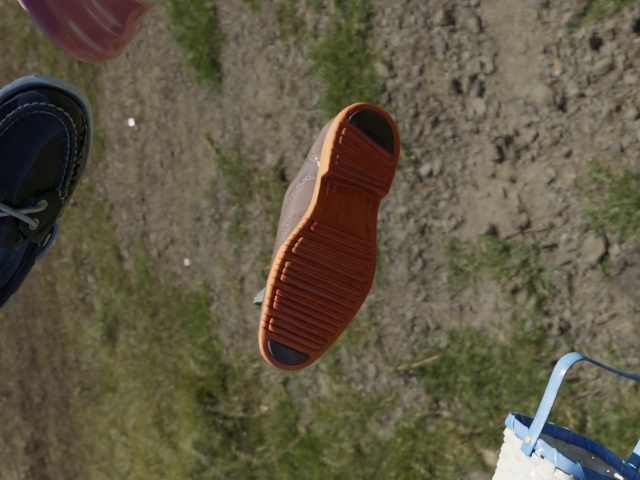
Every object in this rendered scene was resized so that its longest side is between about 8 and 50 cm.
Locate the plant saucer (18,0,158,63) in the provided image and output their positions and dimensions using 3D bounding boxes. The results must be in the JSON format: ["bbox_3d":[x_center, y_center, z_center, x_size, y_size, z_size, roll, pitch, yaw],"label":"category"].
[{"bbox_3d":[-0.241,-0.346,0.992,0.084,0.332,0.332,-14,91,11],"label":"plant saucer"}]

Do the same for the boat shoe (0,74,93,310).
[{"bbox_3d":[-0.296,-0.025,0.947,0.091,0.114,0.302,-94,28,-43],"label":"boat shoe"}]

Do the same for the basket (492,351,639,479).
[{"bbox_3d":[0.415,0.329,1.558,0.201,0.255,0.288,29,100,61],"label":"basket"}]

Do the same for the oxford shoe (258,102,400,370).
[{"bbox_3d":[0.000,0.000,1.315,0.133,0.130,0.363,-14,51,64],"label":"oxford shoe"}]

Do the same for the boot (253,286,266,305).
[{"bbox_3d":[-0.057,0.028,1.996,0.190,0.076,0.208,-19,60,49],"label":"boot"}]
